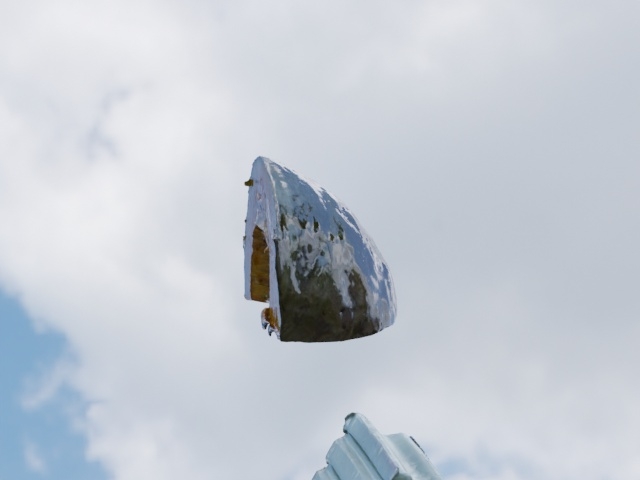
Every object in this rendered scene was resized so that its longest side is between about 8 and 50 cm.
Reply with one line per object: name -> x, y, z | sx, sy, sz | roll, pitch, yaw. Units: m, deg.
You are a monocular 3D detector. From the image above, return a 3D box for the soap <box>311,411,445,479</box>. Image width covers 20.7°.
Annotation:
soap -> 0.056, 0.281, 1.816 | 0.094, 0.261, 0.150 | 29, -86, -12

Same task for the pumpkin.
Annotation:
pumpkin -> 0.000, 0.000, 1.745 | 0.148, 0.312, 0.169 | 0, -85, -11
